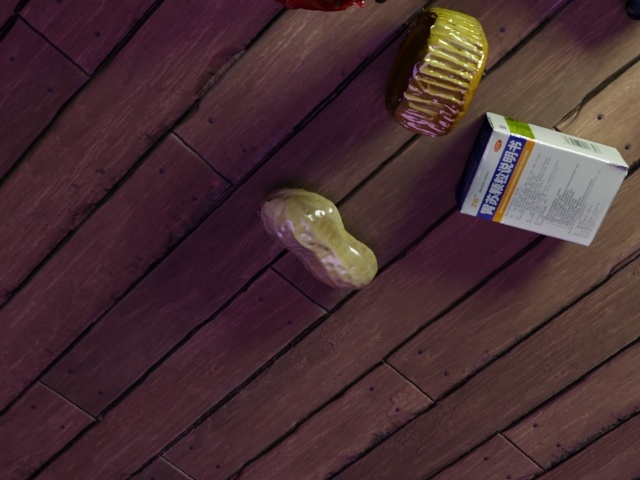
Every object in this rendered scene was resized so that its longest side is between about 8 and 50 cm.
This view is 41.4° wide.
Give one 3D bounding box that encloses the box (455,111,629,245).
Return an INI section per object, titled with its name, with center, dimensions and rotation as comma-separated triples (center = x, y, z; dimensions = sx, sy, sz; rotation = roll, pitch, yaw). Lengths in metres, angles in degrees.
[box]
center = 0.460, -0.127, 1.786
dimensions = 0.300, 0.106, 0.200
rotation = 15, 119, -5

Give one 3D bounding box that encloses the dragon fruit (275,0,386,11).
[dragon fruit]
center = 0.004, -0.556, 1.478
dimensions = 0.250, 0.269, 0.291
rotation = 5, 124, -12

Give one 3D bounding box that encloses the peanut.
[peanut]
center = 0.000, 0.000, 1.863
dimensions = 0.149, 0.149, 0.313
rotation = -35, 113, 20

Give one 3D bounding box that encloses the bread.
[bread]
center = 0.215, -0.319, 1.603
dimensions = 0.143, 0.253, 0.227
rotation = 18, 116, -4

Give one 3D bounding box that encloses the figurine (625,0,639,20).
[figurine]
center = 0.600, -0.530, 1.476
dimensions = 0.185, 0.204, 0.332
rotation = -27, 121, 1
